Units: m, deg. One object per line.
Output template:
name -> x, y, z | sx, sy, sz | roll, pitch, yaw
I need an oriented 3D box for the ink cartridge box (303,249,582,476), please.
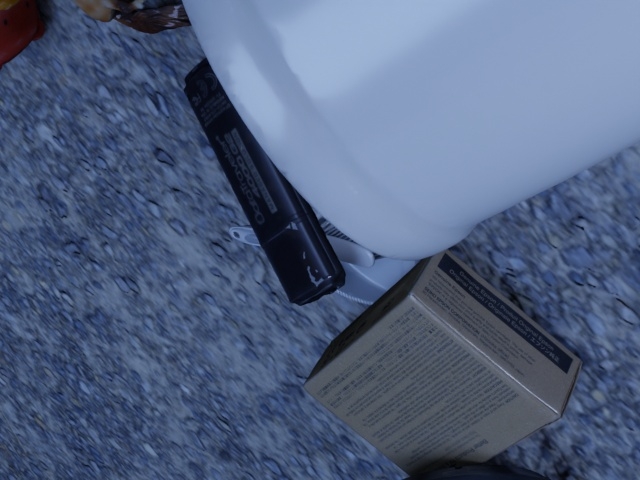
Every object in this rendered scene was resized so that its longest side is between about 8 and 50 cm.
ink cartridge box -> 0.121, 0.140, 1.203 | 0.193, 0.088, 0.235 | 39, 138, -5

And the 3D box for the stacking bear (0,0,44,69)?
stacking bear -> -0.437, -0.322, 1.304 | 0.289, 0.175, 0.164 | 49, 137, -11

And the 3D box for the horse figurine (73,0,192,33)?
horse figurine -> -0.244, -0.304, 1.201 | 0.263, 0.066, 0.174 | 50, 157, -13

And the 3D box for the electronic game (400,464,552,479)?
electronic game -> 0.157, 0.296, 1.251 | 0.229, 0.048, 0.229 | -3, 148, -2

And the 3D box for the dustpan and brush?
dustpan and brush -> 0.000, 0.000, 1.239 | 0.211, 0.060, 0.147 | 14, 128, 32

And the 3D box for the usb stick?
usb stick -> -0.060, -0.063, 1.204 | 0.077, 0.045, 0.278 | -34, 81, 41

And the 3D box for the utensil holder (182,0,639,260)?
utensil holder -> 0.149, -0.213, 0.692 | 0.385, 0.327, 0.328 | -28, 101, 27
